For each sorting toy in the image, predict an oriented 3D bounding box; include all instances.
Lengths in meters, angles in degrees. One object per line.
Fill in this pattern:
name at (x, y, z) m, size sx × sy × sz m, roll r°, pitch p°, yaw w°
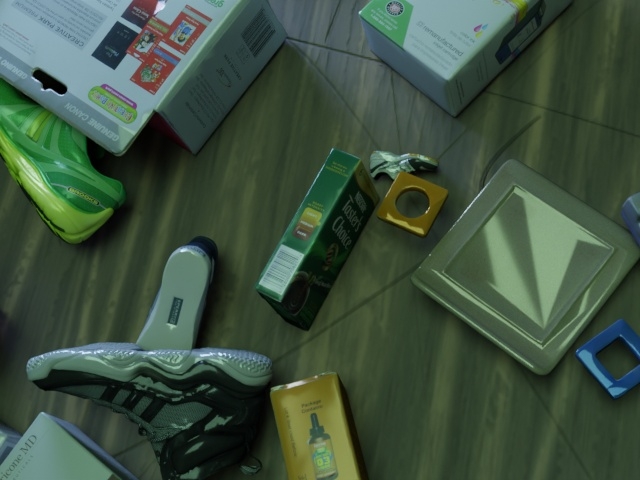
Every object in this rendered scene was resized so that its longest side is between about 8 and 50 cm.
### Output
sorting toy at (0.223, 0.027, 1.059) m, size 0.347 × 0.047 × 0.196 m, roll 37°, pitch 75°, yaw 21°

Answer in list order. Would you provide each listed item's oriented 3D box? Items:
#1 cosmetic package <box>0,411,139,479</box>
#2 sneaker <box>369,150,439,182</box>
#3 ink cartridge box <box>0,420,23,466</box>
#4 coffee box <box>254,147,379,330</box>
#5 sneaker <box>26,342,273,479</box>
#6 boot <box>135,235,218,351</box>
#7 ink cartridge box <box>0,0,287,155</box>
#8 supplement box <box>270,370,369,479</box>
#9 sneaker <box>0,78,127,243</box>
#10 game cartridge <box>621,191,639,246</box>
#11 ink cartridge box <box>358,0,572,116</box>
cosmetic package at (-0.245, 0.301, 1.056) m, size 0.231 × 0.085 × 0.117 m, roll 32°, pitch 80°, yaw 22°
sneaker at (0.098, -0.084, 1.147) m, size 0.083 × 0.032 × 0.037 m, roll 5°, pitch 84°, yaw 22°
ink cartridge box at (-0.527, 0.299, 1.140) m, size 0.261 × 0.066 × 0.296 m, roll 26°, pitch 78°, yaw 21°
coffee box at (0.000, 0.000, 1.092) m, size 0.040 × 0.113 × 0.184 m, roll 24°, pitch 75°, yaw 23°
sneaker at (-0.186, 0.190, 1.045) m, size 0.268 × 0.101 × 0.153 m, roll 1°, pitch 88°, yaw 4°
boot at (-0.163, 0.089, 1.131) m, size 0.069 × 0.086 × 0.190 m, roll 23°, pitch 104°, yaw 1°
ink cartridge box at (-0.252, -0.256, 1.247) m, size 0.309 × 0.130 × 0.272 m, roll 34°, pitch 82°, yaw 24°
supplement box at (0.013, 0.260, 1.008) m, size 0.078 × 0.080 × 0.233 m, roll -16°, pitch 68°, yaw 7°
sneaker at (-0.344, -0.122, 1.247) m, size 0.123 × 0.109 × 0.295 m, roll -31°, pitch 66°, yaw -17°
game cartridge at (0.484, 0.069, 0.951) m, size 0.230 × 0.068 × 0.355 m, roll -20°, pitch 65°, yaw -8°
ink cartridge box at (0.176, -0.281, 1.165) m, size 0.212 × 0.093 × 0.154 m, roll -44°, pitch 65°, yaw -6°
